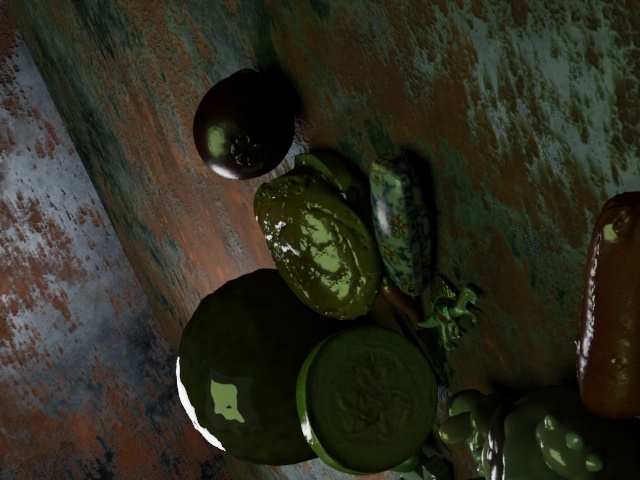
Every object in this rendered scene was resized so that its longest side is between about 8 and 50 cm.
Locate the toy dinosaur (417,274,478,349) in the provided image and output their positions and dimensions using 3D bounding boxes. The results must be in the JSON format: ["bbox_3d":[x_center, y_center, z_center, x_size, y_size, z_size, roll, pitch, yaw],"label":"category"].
[{"bbox_3d":[0.189,0.103,1.277,0.187,0.044,0.106,-151,48,-71],"label":"toy dinosaur"}]

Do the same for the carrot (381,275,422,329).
[{"bbox_3d":[0.136,0.102,1.356,0.035,0.035,0.142,27,162,51],"label":"carrot"}]

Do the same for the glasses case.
[{"bbox_3d":[0.120,-0.018,1.223,0.087,0.065,0.248,46,157,40],"label":"glasses case"}]

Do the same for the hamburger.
[{"bbox_3d":[-0.001,-0.001,1.408,0.285,0.134,0.265,63,159,-15],"label":"hamburger"}]

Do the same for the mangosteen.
[{"bbox_3d":[-0.130,-0.199,1.405,0.200,0.199,0.200,45,153,30],"label":"mangosteen"}]

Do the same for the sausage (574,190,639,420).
[{"bbox_3d":[0.324,0.076,0.886,0.102,0.102,0.330,38,151,40],"label":"sausage"}]

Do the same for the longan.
[{"bbox_3d":[-0.093,0.248,1.636,0.391,0.391,0.391,45,153,30],"label":"longan"}]

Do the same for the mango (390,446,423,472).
[{"bbox_3d":[0.125,0.390,1.668,0.237,0.091,0.137,-19,76,57],"label":"mango"}]

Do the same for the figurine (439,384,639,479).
[{"bbox_3d":[0.293,0.297,1.124,0.380,0.203,0.249,-167,55,-75],"label":"figurine"}]

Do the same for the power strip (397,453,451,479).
[{"bbox_3d":[0.227,0.485,1.629,0.215,0.061,0.145,35,148,43],"label":"power strip"}]

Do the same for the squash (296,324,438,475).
[{"bbox_3d":[0.084,0.270,1.414,0.252,0.252,0.049,58,157,2],"label":"squash"}]
